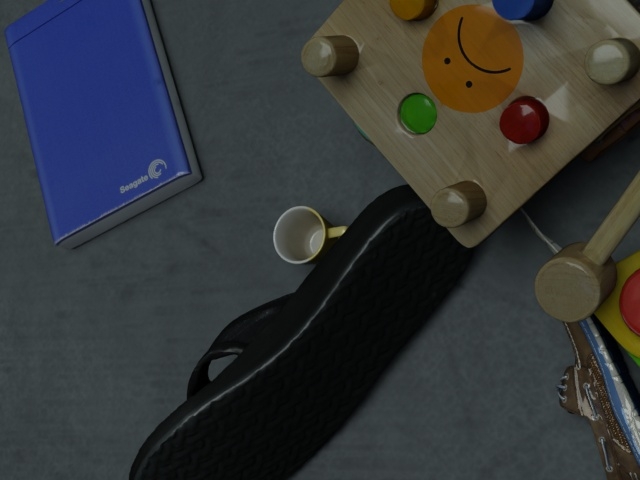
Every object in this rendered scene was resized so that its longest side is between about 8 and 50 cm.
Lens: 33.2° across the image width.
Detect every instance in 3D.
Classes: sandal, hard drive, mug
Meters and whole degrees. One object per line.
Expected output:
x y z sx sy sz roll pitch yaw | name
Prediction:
-0.025 0.118 1.118 0.446 0.167 0.107 -45 38 5 | sandal
-0.281 -0.176 1.351 0.210 0.040 0.318 -26 69 21 | hard drive
-0.003 0.002 1.158 0.078 0.064 0.062 27 93 28 | mug

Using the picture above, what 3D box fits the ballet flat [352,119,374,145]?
0.173 -0.214 1.072 0.342 0.124 0.116 -42 86 27 | ballet flat

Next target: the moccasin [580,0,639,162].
0.386 -0.193 0.957 0.380 0.139 0.147 -28 83 16 | moccasin

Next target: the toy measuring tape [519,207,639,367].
0.285 0.014 0.985 0.121 0.121 0.330 -42 59 14 | toy measuring tape

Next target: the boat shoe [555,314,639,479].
0.255 0.140 0.997 0.066 0.066 0.183 -29 68 21 | boat shoe

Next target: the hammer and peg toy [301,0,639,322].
0.178 -0.127 0.942 0.361 0.127 0.266 49 118 10 | hammer and peg toy
